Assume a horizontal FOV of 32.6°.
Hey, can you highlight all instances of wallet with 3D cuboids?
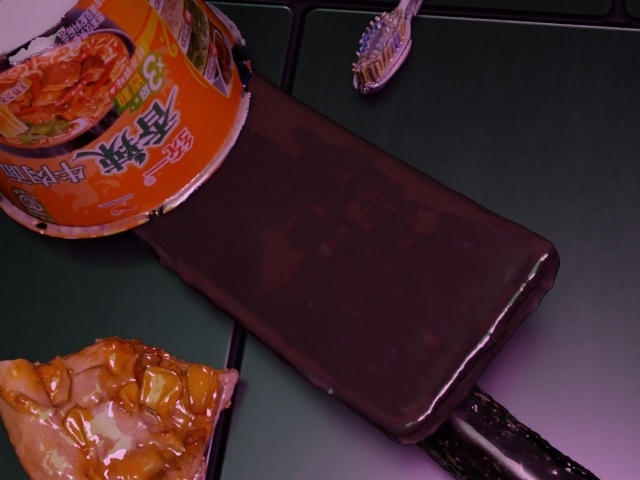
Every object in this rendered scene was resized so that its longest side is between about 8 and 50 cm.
[{"bbox_3d":[0.000,0.000,0.760,0.309,0.042,0.165,34,82,34],"label":"wallet"}]

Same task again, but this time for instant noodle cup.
[{"bbox_3d":[-0.185,-0.143,0.780,0.230,0.182,0.230,-9,59,15],"label":"instant noodle cup"}]

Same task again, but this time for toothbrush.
[{"bbox_3d":[0.118,-0.292,0.890,0.035,0.042,0.413,21,72,15],"label":"toothbrush"}]

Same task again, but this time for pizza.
[{"bbox_3d":[-0.129,0.129,0.757,0.161,0.062,0.182,-28,67,-8],"label":"pizza"}]

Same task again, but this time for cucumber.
[{"bbox_3d":[0.106,0.132,0.722,0.245,0.067,0.067,35,78,21],"label":"cucumber"}]
